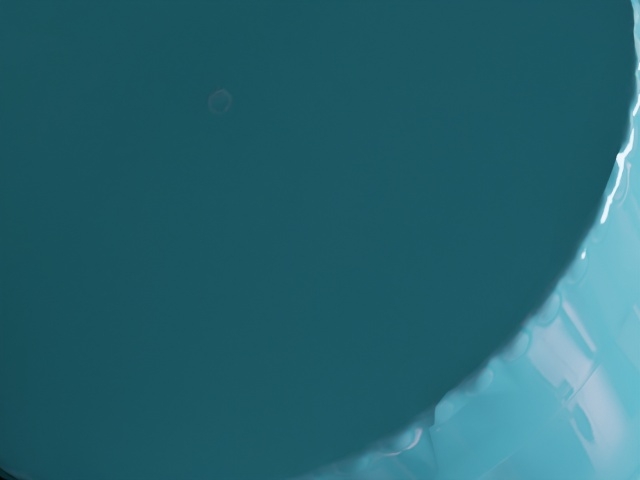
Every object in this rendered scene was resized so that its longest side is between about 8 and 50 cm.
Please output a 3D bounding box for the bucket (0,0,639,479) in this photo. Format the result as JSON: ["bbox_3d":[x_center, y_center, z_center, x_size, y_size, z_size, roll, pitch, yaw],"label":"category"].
[{"bbox_3d":[0.000,0.000,0.485,0.281,0.281,0.183,47,-2,34],"label":"bucket"}]
